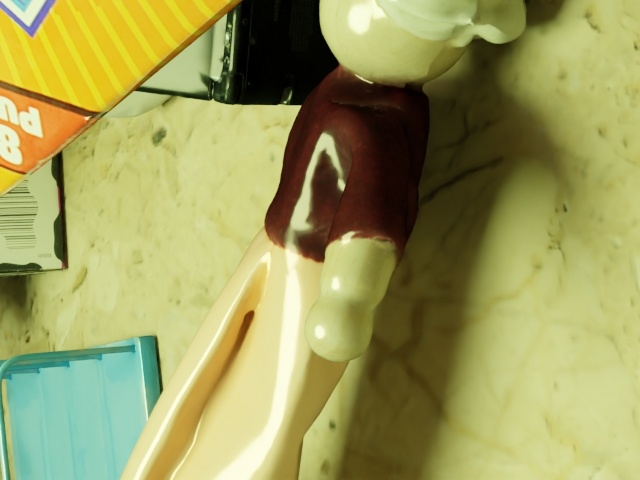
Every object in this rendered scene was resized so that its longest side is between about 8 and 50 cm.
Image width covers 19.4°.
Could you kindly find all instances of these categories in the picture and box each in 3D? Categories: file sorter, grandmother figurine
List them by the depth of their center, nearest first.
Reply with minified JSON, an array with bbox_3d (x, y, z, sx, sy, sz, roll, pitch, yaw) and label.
[{"bbox_3d":[0.000,0.000,0.836,0.208,0.104,0.342,-130,58,-69],"label":"grandmother figurine"},{"bbox_3d":[-0.179,0.127,1.109,0.170,0.104,0.118,-15,79,53],"label":"file sorter"}]

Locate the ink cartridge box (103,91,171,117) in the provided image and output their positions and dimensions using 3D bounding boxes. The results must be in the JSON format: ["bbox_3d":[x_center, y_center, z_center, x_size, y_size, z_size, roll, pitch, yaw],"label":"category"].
[{"bbox_3d":[-0.170,-0.222,0.996,0.121,0.211,0.289,-30,69,48],"label":"ink cartridge box"}]

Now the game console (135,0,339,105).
[{"bbox_3d":[-0.043,-0.131,0.915,0.071,0.107,0.122,20,108,52],"label":"game console"}]

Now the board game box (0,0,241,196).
[{"bbox_3d":[-0.040,-0.304,0.584,0.356,0.356,0.356,48,140,-8],"label":"board game box"}]

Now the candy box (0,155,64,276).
[{"bbox_3d":[-0.237,-0.091,1.202,0.159,0.071,0.233,-4,90,53],"label":"candy box"}]
